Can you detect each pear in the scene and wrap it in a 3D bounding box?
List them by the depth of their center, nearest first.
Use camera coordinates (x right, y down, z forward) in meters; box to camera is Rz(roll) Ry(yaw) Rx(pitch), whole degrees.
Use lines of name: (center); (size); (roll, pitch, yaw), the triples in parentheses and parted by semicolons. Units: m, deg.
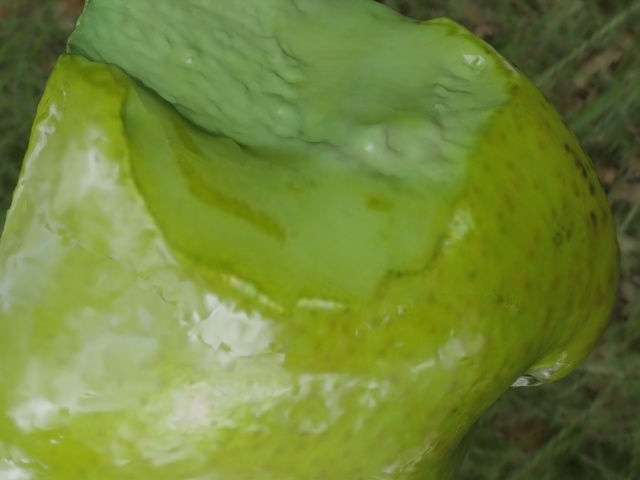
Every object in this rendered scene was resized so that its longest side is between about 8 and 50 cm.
pear: (0.000, 0.000, 0.705); (0.281, 0.286, 0.176); (20, 140, -8)
